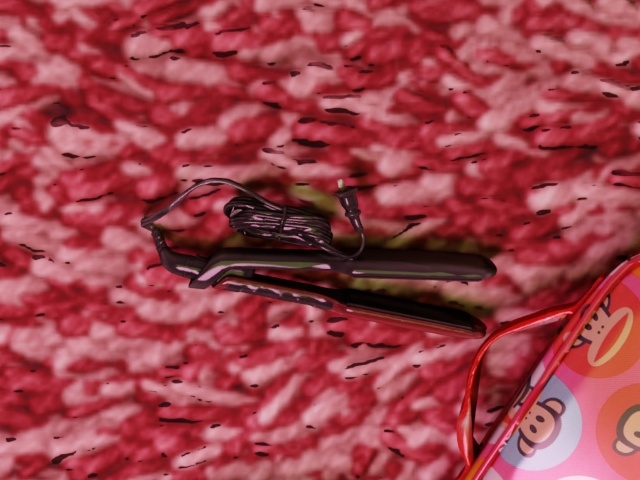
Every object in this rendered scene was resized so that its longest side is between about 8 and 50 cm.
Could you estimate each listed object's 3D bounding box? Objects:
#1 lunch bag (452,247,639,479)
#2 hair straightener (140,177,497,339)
[{"bbox_3d":[0.199,0.150,1.203,0.258,0.120,0.293,37,102,7],"label":"lunch bag"},{"bbox_3d":[0.000,0.000,1.221,0.230,0.047,0.089,11,104,2],"label":"hair straightener"}]
